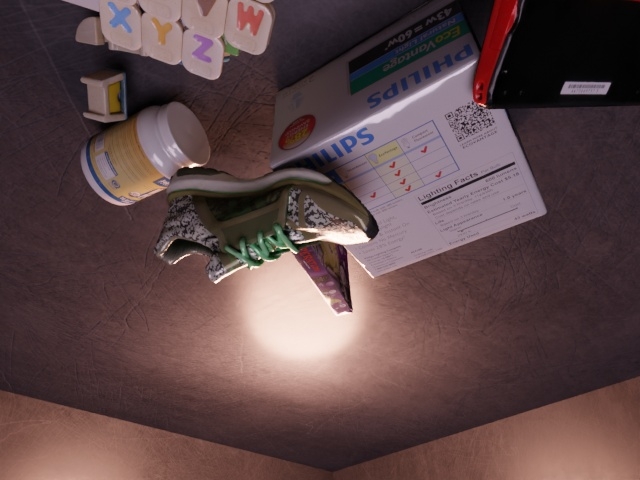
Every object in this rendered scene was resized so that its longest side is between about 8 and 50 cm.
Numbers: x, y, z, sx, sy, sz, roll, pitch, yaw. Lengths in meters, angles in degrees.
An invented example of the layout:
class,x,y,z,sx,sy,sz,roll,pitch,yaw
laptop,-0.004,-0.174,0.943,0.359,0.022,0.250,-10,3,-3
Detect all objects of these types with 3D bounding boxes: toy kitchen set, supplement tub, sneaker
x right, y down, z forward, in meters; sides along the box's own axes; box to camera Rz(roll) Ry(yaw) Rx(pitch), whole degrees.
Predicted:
class,x,y,z,sx,sy,sz,roll,pitch,yaw
toy kitchen set,-0.270,-0.269,0.797,0.206,0.122,0.166,15,118,12
supplement tub,-0.324,-0.162,0.905,0.199,0.145,0.144,-19,137,20
sneaker,-0.104,-0.003,0.774,0.409,0.182,0.158,4,151,30

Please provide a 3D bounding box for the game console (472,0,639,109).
class,x,y,z,sx,sy,sz,roll,pitch,yaw
game console,0.387,-0.346,0.632,0.386,0.060,0.342,-9,127,-26

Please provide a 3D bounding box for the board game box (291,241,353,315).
class,x,y,z,sx,sy,sz,roll,pitch,yaw
board game box,0.000,0.000,1.034,0.056,0.208,0.347,-16,146,11

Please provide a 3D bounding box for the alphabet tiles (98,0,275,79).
class,x,y,z,sx,sy,sz,roll,pitch,yaw
alphabet tiles,-0.185,-0.327,0.566,0.283,0.021,0.278,20,141,-6

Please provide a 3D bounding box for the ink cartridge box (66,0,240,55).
class,x,y,z,sx,sy,sz,roll,pitch,yaw
ink cartridge box,-0.213,-0.388,0.612,0.277,0.117,0.201,17,142,-2

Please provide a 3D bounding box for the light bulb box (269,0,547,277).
class,x,y,z,sx,sy,sz,roll,pitch,yaw
light bulb box,0.157,-0.161,0.869,0.357,0.226,0.361,-23,135,23
